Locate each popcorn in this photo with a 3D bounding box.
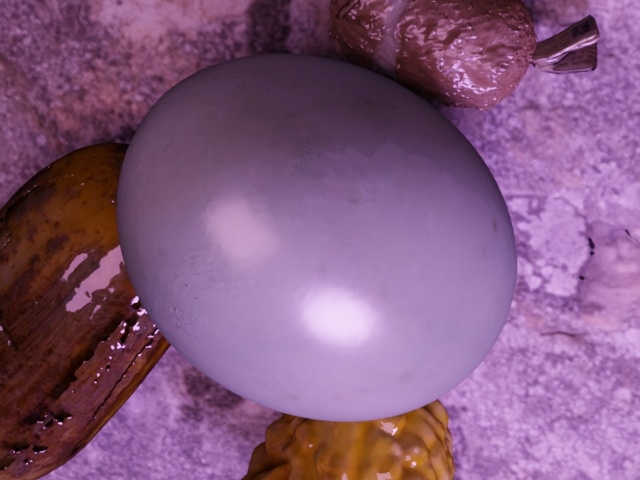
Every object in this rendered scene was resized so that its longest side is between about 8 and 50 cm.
[{"bbox_3d":[0.018,0.224,1.712,0.203,0.200,0.226,2,112,7],"label":"popcorn"}]

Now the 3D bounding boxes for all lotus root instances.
[{"bbox_3d":[-0.240,0.077,1.728,0.196,0.179,0.397,44,113,11],"label":"lotus root"}]

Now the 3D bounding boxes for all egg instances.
[{"bbox_3d":[0.000,0.000,1.539,0.276,0.276,0.389,-27,147,23],"label":"egg"}]

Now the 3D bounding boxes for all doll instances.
[{"bbox_3d":[0.113,-0.161,1.572,0.221,0.115,0.105,18,107,-1],"label":"doll"}]
